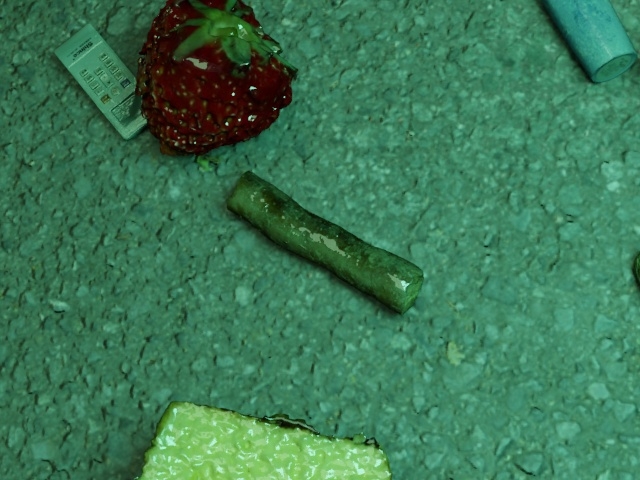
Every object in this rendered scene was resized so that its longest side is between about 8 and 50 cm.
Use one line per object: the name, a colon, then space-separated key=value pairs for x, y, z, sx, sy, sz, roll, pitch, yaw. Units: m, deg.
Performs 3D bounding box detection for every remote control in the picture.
remote control: x=-0.264 y=-0.198 z=1.438 sx=0.061 sy=0.029 sz=0.162 roll=-39 pitch=75 yaw=-1

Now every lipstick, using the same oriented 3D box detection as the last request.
lipstick: x=0.281 y=-0.313 z=1.357 sx=0.068 sy=0.061 sz=0.274 roll=-26 pitch=71 yaw=4

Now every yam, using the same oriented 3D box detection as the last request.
yam: x=0.000 y=0.000 z=1.311 sx=0.253 sy=0.061 sz=0.061 roll=31 pitch=80 yaw=18

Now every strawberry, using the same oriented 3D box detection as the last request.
strawberry: x=-0.130 y=-0.182 z=1.344 sx=0.187 sy=0.184 sz=0.201 roll=38 pitch=120 yaw=0

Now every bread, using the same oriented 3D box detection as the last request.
bread: x=-0.056 y=0.273 z=1.195 sx=0.260 sy=0.147 sz=0.160 roll=8 pitch=65 yaw=6

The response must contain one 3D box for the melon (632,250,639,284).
melon: x=0.396 y=0.045 z=1.224 sx=0.139 sy=0.093 sz=0.203 roll=16 pitch=106 yaw=41
